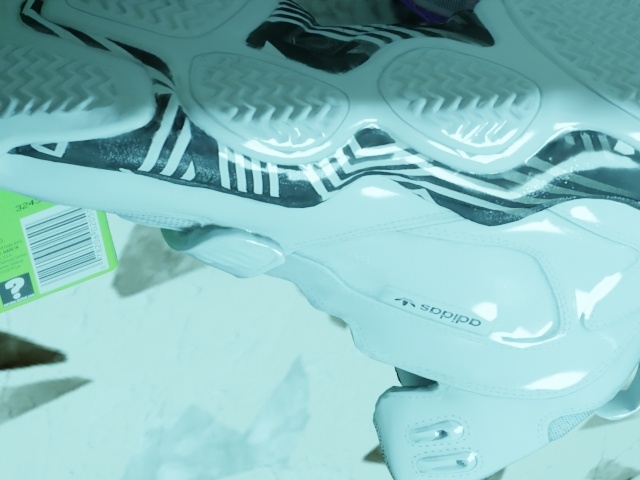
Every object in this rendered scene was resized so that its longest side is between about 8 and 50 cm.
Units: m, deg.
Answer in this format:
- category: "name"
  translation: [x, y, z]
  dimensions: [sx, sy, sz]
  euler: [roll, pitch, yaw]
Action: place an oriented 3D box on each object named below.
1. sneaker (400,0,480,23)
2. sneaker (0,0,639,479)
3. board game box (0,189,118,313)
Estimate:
- category: "sneaker"
  translation: [0.020, -0.148, 0.772]
  dimensions: [0.104, 0.095, 0.236]
  euler: [-32, 132, 6]
- category: "sneaker"
  translation: [0.000, 0.000, 0.754]
  dimensions: [0.366, 0.137, 0.210]
  euler: [1, 126, -9]
- category: "board game box"
  translation: [-0.169, -0.066, 0.762]
  dimensions: [0.124, 0.039, 0.259]
  euler: [-21, 138, -15]
